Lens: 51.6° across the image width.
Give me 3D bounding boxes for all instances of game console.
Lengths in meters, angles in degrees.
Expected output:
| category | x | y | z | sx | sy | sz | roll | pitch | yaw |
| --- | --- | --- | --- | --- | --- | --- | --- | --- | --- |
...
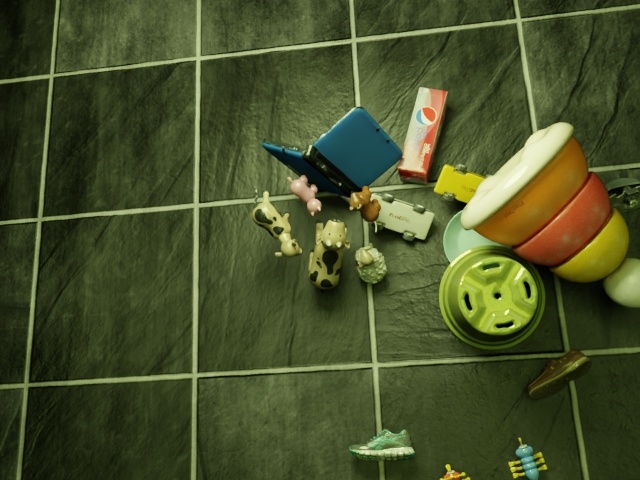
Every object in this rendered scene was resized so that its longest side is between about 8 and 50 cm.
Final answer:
| category | x | y | z | sx | sy | sz | roll | pitch | yaw |
| --- | --- | --- | --- | --- | --- | --- | --- | --- | --- |
| game console | 0.035 | -0.243 | 1.771 | 0.250 | 0.293 | 0.173 | 20 | 82 | 35 |

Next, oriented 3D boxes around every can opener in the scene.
| category | x | y | z | sx | sy | sz | roll | pitch | yaw |
| --- | --- | --- | --- | --- | --- | --- | --- | --- | --- |
| can opener | 0.738 | -0.093 | 1.787 | 0.283 | 0.076 | 0.095 | -17 | 40 | 4 |

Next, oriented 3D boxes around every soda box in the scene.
| category | x | y | z | sx | sy | sz | roll | pitch | yaw |
| --- | --- | --- | --- | --- | --- | --- | --- | --- | --- |
| soda box | 0.294 | -0.297 | 1.887 | 0.083 | 0.092 | 0.263 | 12 | 76 | 14 |

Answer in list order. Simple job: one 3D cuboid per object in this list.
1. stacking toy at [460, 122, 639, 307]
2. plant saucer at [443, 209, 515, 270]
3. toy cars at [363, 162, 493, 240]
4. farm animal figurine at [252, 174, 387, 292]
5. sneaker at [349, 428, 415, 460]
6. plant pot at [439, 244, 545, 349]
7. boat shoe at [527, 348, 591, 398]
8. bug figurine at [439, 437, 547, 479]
| category | x | y | z | sx | sy | sz | roll | pitch | yaw |
| --- | --- | --- | --- | --- | --- | --- | --- | --- | --- |
| stacking toy | 0.612 | -0.012 | 1.604 | 0.350 | 0.350 | 0.480 | -44 | 88 | -6 |
| plant saucer | 0.432 | 0.003 | 1.794 | 0.194 | 0.037 | 0.195 | 0 | 89 | 12 |
| toy cars | 0.308 | -0.112 | 1.832 | 0.393 | 0.087 | 0.177 | -21 | 109 | 3 |
| farm animal figurine | 0.000 | 0.000 | 1.726 | 0.330 | 0.327 | 0.172 | -5 | 33 | 6 |
| sneaker | 0.157 | 0.521 | 1.696 | 0.166 | 0.065 | 0.076 | -2 | 57 | 4 |
| plant pot | 0.427 | 0.139 | 1.633 | 0.276 | 0.254 | 0.276 | -1 | 85 | 12 |
| boat shoe | 0.598 | 0.338 | 1.680 | 0.178 | 0.064 | 0.060 | -32 | 41 | -3 |
| bug figurine | 0.436 | 0.621 | 1.611 | 0.279 | 0.072 | 0.216 | -21 | 72 | 1 |
